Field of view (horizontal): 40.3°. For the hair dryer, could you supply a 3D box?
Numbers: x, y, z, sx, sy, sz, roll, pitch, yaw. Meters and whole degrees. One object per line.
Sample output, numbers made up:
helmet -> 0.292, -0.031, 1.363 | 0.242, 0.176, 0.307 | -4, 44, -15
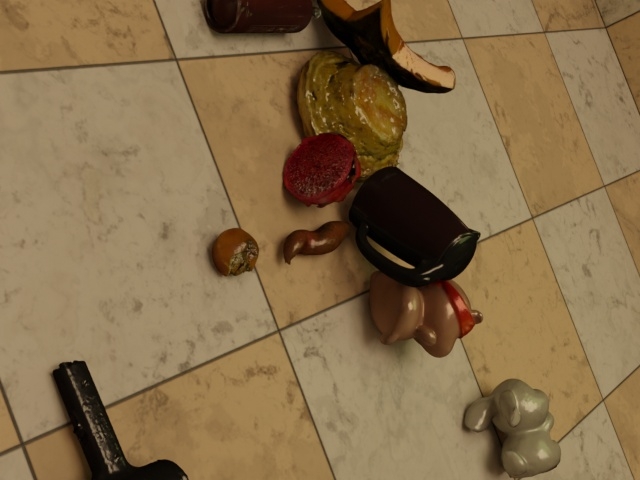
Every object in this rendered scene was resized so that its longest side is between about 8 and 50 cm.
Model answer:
hair dryer -> -0.298, 0.278, 1.148 | 0.197, 0.089, 0.251 | -10, 72, -46

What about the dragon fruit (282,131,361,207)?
dragon fruit -> 0.022, -0.115, 1.618 | 0.111, 0.153, 0.153 | 40, 45, -53

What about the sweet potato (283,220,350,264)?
sweet potato -> 0.000, -0.002, 1.594 | 0.202, 0.058, 0.055 | -18, 102, -50

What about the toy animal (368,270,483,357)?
toy animal -> 0.196, 0.132, 1.665 | 0.198, 0.171, 0.171 | 8, 66, -22

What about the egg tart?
egg tart -> 0.081, -0.259, 1.743 | 0.294, 0.123, 0.294 | 21, 58, -38

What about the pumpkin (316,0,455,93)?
pumpkin -> 0.116, -0.409, 1.780 | 0.095, 0.290, 0.258 | -47, 124, -3

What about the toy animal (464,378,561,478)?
toy animal -> 0.406, 0.394, 1.804 | 0.178, 0.127, 0.193 | -29, 97, -47

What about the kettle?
kettle -> 0.166, -0.016, 1.631 | 0.202, 0.232, 0.144 | -25, 137, -31

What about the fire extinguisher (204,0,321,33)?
fire extinguisher -> -0.098, -0.444, 1.660 | 0.269, 0.105, 0.104 | -18, 87, -49

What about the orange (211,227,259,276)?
orange -> -0.137, 0.017, 1.434 | 0.086, 0.062, 0.086 | 25, 53, -38
